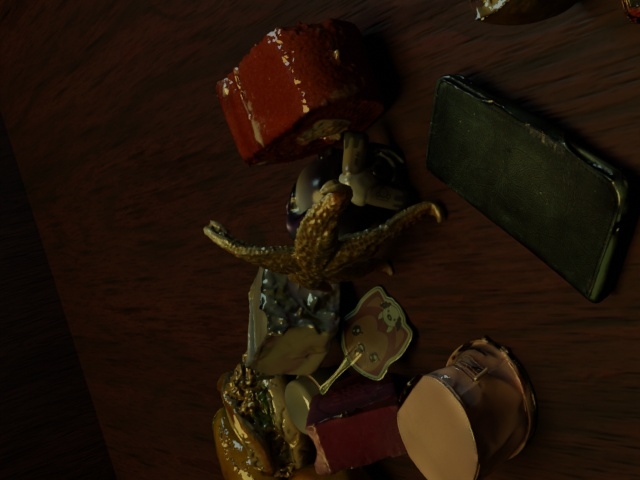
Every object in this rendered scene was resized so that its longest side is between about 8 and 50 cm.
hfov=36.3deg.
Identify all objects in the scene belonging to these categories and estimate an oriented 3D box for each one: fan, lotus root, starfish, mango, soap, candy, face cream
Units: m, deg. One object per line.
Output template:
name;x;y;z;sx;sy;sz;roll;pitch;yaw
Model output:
fan;0.062;0.179;1.584;0.220;0.009;0.132;-50;52;25
lotus root;0.239;-0.293;0.990;0.095;0.135;0.159;30;119;50
starfish;-0.002;0.009;1.398;0.375;0.327;0.094;117;154;-62
mango;-0.141;0.455;2.044;0.248;0.151;0.156;59;-177;15
soap;0.060;0.292;1.592;0.250;0.162;0.099;-75;-37;-87
candy;-0.050;0.131;1.666;0.195;0.137;0.184;114;160;-52
face cream;0.001;0.286;1.753;0.117;0.104;0.117;38;138;45

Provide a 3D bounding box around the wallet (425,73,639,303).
wallet;0.245;-0.077;1.188;0.318;0.045;0.172;42;143;40

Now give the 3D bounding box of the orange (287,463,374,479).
orange;0.031;0.513;1.761;0.249;0.183;0.248;-6;82;56

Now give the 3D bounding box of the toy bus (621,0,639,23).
toy bus;0.308;-0.320;0.922;0.096;0.074;0.234;-6;101;70

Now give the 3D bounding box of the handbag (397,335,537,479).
handbag;0.203;0.248;1.376;0.179;0.116;0.205;57;149;24

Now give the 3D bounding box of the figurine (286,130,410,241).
figurine;0.031;-0.061;1.475;0.222;0.145;0.145;-33;78;59

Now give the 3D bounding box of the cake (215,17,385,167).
cake;-0.024;-0.213;1.438;0.283;0.177;0.150;-34;76;55

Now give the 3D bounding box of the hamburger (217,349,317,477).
hamburger;-0.104;0.328;1.893;0.286;0.146;0.243;65;173;-19
